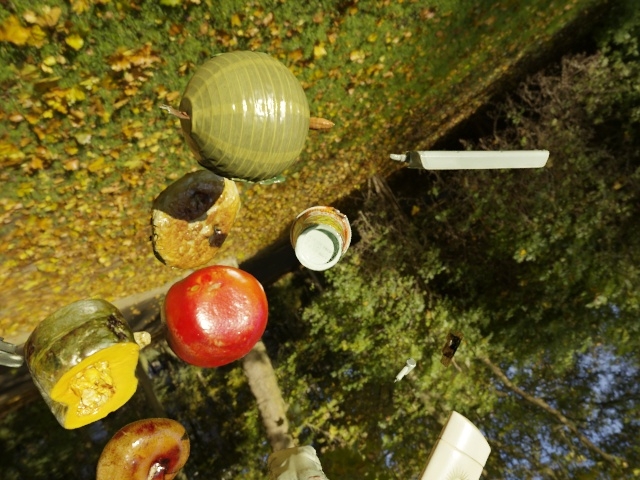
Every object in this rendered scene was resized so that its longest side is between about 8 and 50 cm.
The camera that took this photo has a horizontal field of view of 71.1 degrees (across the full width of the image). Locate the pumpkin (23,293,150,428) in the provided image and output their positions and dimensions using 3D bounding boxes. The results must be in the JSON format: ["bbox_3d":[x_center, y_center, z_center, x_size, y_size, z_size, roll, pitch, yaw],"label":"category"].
[{"bbox_3d":[-0.471,0.252,0.941,0.222,0.139,0.316,-31,152,-39],"label":"pumpkin"}]

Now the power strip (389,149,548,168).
[{"bbox_3d":[0.222,-0.121,0.670,0.253,0.027,0.060,-3,-168,-13],"label":"power strip"}]

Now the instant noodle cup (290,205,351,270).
[{"bbox_3d":[0.000,0.000,1.292,0.193,0.193,0.212,-30,-172,5],"label":"instant noodle cup"}]

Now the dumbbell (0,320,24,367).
[{"bbox_3d":[-0.787,0.308,0.979,0.192,0.192,0.289,141,-32,-65],"label":"dumbbell"}]

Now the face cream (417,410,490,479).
[{"bbox_3d":[0.365,0.684,1.275,0.348,0.174,0.081,-56,-168,-18],"label":"face cream"}]

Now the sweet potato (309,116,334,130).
[{"bbox_3d":[-0.009,-0.298,1.147,0.095,0.034,0.034,11,-173,15],"label":"sweet potato"}]

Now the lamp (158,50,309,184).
[{"bbox_3d":[-0.158,-0.222,0.825,0.285,0.249,0.250,-10,163,-41],"label":"lamp"}]

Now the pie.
[{"bbox_3d":[-0.339,-0.056,1.227,0.315,0.092,0.315,-42,152,-29],"label":"pie"}]

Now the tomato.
[{"bbox_3d":[-0.338,0.243,1.429,0.326,0.289,0.293,4,148,-36],"label":"tomato"}]

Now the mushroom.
[{"bbox_3d":[-0.568,0.663,1.392,0.267,0.255,0.266,17,90,-74],"label":"mushroom"}]

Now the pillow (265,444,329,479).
[{"bbox_3d":[-0.057,0.537,1.041,0.128,0.050,0.229,-9,177,-12],"label":"pillow"}]

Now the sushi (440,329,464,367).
[{"bbox_3d":[0.426,0.355,1.491,0.125,0.026,0.120,-62,176,-4],"label":"sushi"}]

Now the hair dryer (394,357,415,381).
[{"bbox_3d":[0.297,0.482,1.626,0.124,0.038,0.063,-32,155,-47],"label":"hair dryer"}]
